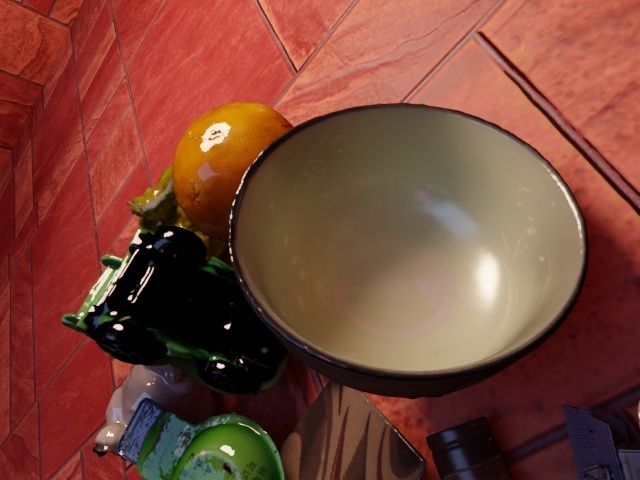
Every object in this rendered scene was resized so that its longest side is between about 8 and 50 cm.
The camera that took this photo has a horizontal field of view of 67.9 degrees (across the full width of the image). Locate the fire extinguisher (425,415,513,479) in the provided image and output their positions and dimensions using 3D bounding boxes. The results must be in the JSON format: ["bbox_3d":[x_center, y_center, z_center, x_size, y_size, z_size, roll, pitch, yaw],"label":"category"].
[{"bbox_3d":[0.187,0.312,0.475,0.075,0.106,0.252,-20,62,2],"label":"fire extinguisher"}]

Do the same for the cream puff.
[{"bbox_3d":[-0.292,-0.070,0.986,0.281,0.185,0.282,-8,77,42],"label":"cream puff"}]

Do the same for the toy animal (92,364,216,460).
[{"bbox_3d":[-0.285,0.245,0.922,0.258,0.193,0.357,131,151,-55],"label":"toy animal"}]

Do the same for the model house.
[{"bbox_3d":[0.268,0.221,0.415,0.088,0.117,0.167,-22,68,43],"label":"model house"}]

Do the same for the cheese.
[{"bbox_3d":[-0.176,0.340,0.696,0.320,0.083,0.204,19,76,30],"label":"cheese"}]

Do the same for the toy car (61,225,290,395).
[{"bbox_3d":[-0.221,0.118,0.774,0.176,0.358,0.213,124,167,-55],"label":"toy car"}]

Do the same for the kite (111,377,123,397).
[{"bbox_3d":[-0.526,0.381,1.226,0.044,0.002,0.078,24,98,45],"label":"kite"}]

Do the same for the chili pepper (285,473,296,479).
[{"bbox_3d":[-0.055,0.383,0.722,0.123,0.070,0.073,-26,79,35],"label":"chili pepper"}]

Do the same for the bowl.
[{"bbox_3d":[0.084,0.024,0.545,0.185,0.353,0.354,87,159,-53],"label":"bowl"}]

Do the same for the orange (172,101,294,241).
[{"bbox_3d":[-0.129,-0.111,0.804,0.240,0.240,0.240,-13,71,42],"label":"orange"}]

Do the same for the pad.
[{"bbox_3d":[-0.020,0.357,0.635,0.330,0.004,0.220,-54,33,-3],"label":"pad"}]
